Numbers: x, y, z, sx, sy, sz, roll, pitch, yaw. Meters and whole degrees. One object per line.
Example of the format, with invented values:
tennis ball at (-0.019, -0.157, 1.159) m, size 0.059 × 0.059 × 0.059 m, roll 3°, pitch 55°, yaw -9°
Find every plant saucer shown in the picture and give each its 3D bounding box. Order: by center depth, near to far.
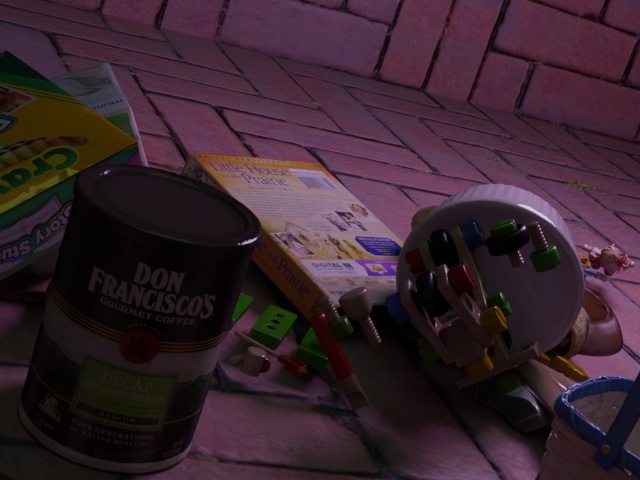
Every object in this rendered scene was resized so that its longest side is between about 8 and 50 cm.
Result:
plant saucer at (0.403, 0.108, 2.135) m, size 0.310 × 0.050 × 0.310 m, roll 17°, pitch 20°, yaw -6°

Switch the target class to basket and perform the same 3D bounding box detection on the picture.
basket at (0.404, 0.224, 1.446) m, size 0.201 × 0.289 × 0.255 m, roll 32°, pitch 24°, yaw 33°

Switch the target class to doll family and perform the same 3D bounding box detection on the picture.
doll family at (0.466, 0.030, 2.304) m, size 0.263 × 0.118 × 0.163 m, roll 28°, pitch -5°, yaw 12°

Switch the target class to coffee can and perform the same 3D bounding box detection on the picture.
coffee can at (-0.198, 0.082, 1.292) m, size 0.201 × 0.275 × 0.201 m, roll 17°, pitch 20°, yaw -6°

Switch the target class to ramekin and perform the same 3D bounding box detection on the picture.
ramekin at (0.257, 0.040, 1.764) m, size 0.273 × 0.273 × 0.127 m, roll 21°, pitch 29°, yaw 7°

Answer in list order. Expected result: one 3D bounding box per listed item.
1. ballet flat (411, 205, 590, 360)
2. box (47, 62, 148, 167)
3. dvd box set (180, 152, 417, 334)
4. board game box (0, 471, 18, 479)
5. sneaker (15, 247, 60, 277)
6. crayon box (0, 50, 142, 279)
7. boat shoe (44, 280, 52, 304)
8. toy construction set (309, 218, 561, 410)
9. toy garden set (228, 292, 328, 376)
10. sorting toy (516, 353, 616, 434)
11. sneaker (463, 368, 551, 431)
ballet flat at (0.288, 0.074, 1.924) m, size 0.348 × 0.123 × 0.123 m, roll 37°, pitch 18°, yaw -6°
box at (-0.409, -0.143, 1.782) m, size 0.262 × 0.127 × 0.231 m, roll -18°, pitch 28°, yaw -9°
dvd box set at (0.000, 0.000, 1.931) m, size 0.307 × 0.062 × 0.420 m, roll 1°, pitch 34°, yaw -46°
board game box at (-0.261, 0.280, 1.073) m, size 0.281 × 0.027 × 0.145 m, roll 22°, pitch 18°, yaw 10°
sneaker at (-0.359, 0.003, 1.653) m, size 0.095 × 0.090 × 0.235 m, roll -24°, pitch 3°, yaw 4°
crayon box at (-0.457, -0.075, 1.499) m, size 0.363 × 0.106 × 0.313 m, roll -33°, pitch 47°, yaw -29°
boat shoe at (-0.302, 0.071, 1.514) m, size 0.065 × 0.083 × 0.183 m, roll 9°, pitch 21°, yaw -27°
toy construction set at (0.165, 0.134, 1.584) m, size 0.309 × 0.237 × 0.257 m, roll -26°, pitch 11°, yaw -8°
toy garden set at (-0.110, 0.132, 1.592) m, size 0.244 × 0.049 × 0.204 m, roll 22°, pitch 18°, yaw 5°
sorting toy at (0.396, 0.246, 1.745) m, size 0.229 × 0.041 × 0.307 m, roll 24°, pitch 12°, yaw -16°
sneaker at (0.266, 0.221, 1.701) m, size 0.061 × 0.054 × 0.152 m, roll 10°, pitch 25°, yaw -50°
